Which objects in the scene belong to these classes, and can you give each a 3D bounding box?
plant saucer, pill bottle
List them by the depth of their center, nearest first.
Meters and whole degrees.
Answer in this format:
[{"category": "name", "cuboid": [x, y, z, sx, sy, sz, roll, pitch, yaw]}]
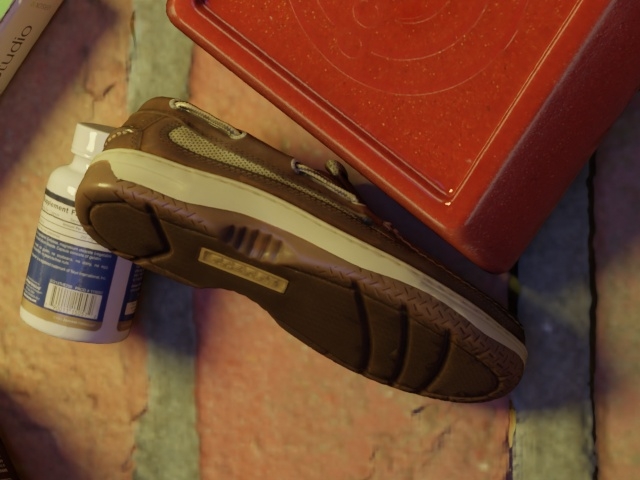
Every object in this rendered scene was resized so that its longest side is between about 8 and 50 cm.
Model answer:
[{"category": "plant saucer", "cuboid": [0.046, -0.145, 0.590, 0.259, 0.047, 0.258, 40, 122, 15]}, {"category": "pill bottle", "cuboid": [-0.132, -0.005, 0.692, 0.067, 0.067, 0.120, 17, 98, 13]}]

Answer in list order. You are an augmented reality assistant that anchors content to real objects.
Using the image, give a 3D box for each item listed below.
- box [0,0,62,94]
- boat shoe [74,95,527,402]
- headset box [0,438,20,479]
[{"category": "box", "cuboid": [-0.344, -0.160, 0.744, 0.322, 0.058, 0.232, 40, 103, 10]}, {"category": "boat shoe", "cuboid": [0.003, -0.004, 0.643, 0.257, 0.095, 0.095, 27, 145, -8]}, {"category": "headset box", "cuboid": [-0.263, 0.245, 0.697, 0.218, 0.110, 0.293, -33, 77, 11]}]
